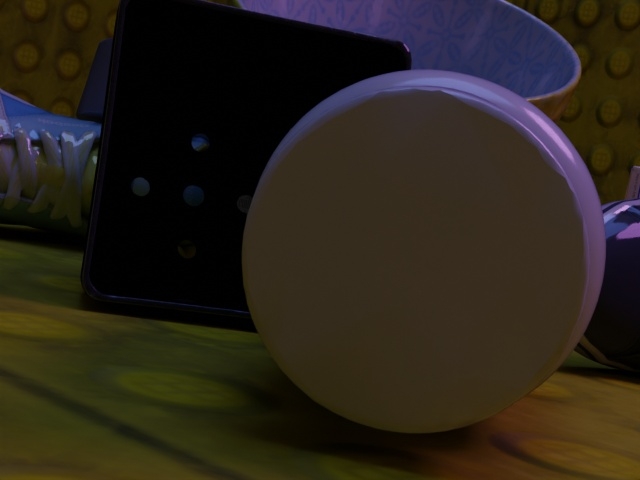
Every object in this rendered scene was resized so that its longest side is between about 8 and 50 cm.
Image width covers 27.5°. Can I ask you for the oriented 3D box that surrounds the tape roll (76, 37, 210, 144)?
[{"bbox_3d":[-0.110,-0.114,1.207,0.219,0.072,0.219,16,-7,2],"label":"tape roll"}]

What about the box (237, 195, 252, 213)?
[{"bbox_3d":[0.000,0.000,1.174,0.067,0.063,0.324,8,5,-31],"label":"box"}]

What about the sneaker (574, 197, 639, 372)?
[{"bbox_3d":[0.302,0.043,0.903,0.321,0.126,0.127,9,-2,-35],"label":"sneaker"}]

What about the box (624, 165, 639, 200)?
[{"bbox_3d":[0.509,-0.010,1.608,0.243,0.117,0.213,13,5,22],"label":"box"}]

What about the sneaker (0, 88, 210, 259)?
[{"bbox_3d":[-0.204,-0.057,1.038,0.208,0.127,0.319,12,5,40],"label":"sneaker"}]

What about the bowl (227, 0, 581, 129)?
[{"bbox_3d":[0.053,-0.110,1.068,0.290,0.156,0.289,11,29,-6],"label":"bowl"}]

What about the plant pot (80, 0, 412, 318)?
[{"bbox_3d":[-0.064,-0.040,0.863,0.188,0.187,0.167,8,-7,-17],"label":"plant pot"}]

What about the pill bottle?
[{"bbox_3d":[0.052,0.000,0.634,0.160,0.160,0.283,11,4,7],"label":"pill bottle"}]
